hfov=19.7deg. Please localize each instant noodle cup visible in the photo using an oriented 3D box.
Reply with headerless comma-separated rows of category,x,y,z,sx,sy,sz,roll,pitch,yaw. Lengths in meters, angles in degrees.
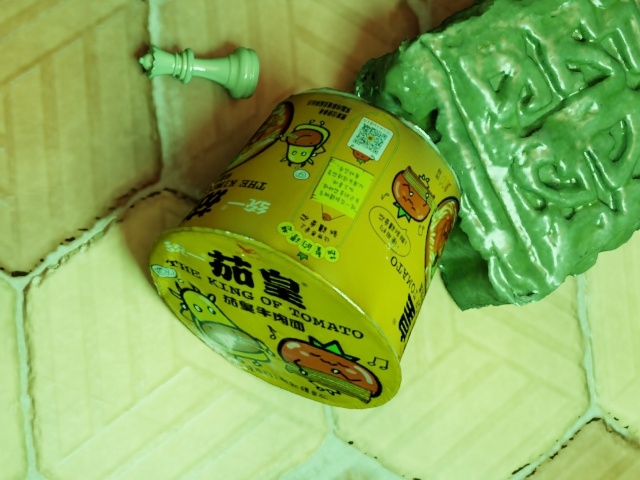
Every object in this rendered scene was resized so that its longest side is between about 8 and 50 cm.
instant noodle cup,0.000,0.000,1.401,0.216,0.216,0.172,39,62,-16

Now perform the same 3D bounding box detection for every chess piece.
chess piece,-0.098,-0.136,1.453,0.093,0.042,0.042,5,83,-19

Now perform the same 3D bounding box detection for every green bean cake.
green bean cake,0.174,-0.091,1.526,0.255,0.132,0.241,-30,101,-24
